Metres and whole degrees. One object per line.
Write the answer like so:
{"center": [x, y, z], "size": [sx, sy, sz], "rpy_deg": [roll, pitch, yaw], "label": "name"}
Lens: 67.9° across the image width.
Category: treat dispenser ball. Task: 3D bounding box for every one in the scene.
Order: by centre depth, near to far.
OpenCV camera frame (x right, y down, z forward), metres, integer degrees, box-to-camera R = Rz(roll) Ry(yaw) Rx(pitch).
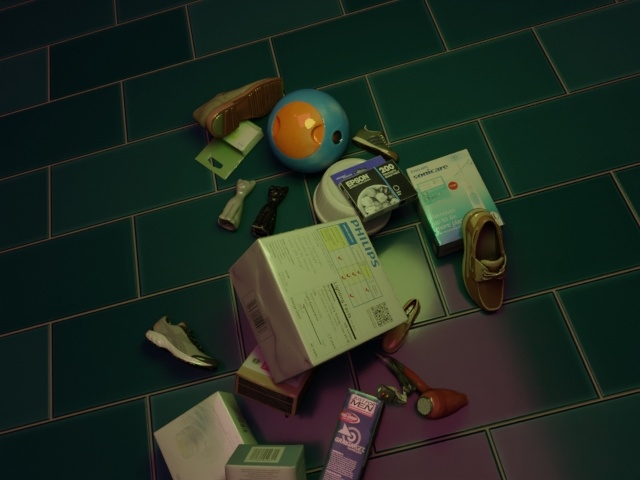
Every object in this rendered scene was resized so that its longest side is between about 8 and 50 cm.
{"center": [-0.041, -0.378, 1.651], "size": [0.288, 0.288, 0.288], "rpy_deg": [-3, 69, 8], "label": "treat dispenser ball"}

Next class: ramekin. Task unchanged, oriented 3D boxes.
{"center": [0.114, -0.153, 1.588], "size": [0.273, 0.127, 0.272], "rpy_deg": [3, 59, -5], "label": "ramekin"}

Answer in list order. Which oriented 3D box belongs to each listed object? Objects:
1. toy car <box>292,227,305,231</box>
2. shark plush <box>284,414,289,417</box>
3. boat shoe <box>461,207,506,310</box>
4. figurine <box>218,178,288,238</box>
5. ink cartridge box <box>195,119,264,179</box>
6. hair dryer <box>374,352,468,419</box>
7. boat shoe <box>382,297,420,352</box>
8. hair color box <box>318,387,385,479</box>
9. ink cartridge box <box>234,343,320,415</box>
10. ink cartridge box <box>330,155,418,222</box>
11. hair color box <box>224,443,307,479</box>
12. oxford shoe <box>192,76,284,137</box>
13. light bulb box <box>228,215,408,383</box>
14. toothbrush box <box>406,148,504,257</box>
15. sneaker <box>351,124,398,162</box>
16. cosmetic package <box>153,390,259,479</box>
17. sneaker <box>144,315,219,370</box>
{"center": [0.000, 0.000, 1.622], "size": [0.225, 0.053, 0.239], "rpy_deg": [11, 71, 12], "label": "toy car"}
{"center": [-0.105, 0.461, 1.420], "size": [0.073, 0.067, 0.161], "rpy_deg": [-3, 30, 15], "label": "shark plush"}
{"center": [0.491, 0.069, 1.415], "size": [0.123, 0.116, 0.324], "rpy_deg": [-15, 104, 1], "label": "boat shoe"}
{"center": [-0.240, -0.128, 1.701], "size": [0.215, 0.092, 0.209], "rpy_deg": [13, 64, 14], "label": "figurine"}
{"center": [-0.356, -0.371, 1.824], "size": [0.171, 0.056, 0.235], "rpy_deg": [35, 76, 19], "label": "ink cartridge box"}
{"center": [0.295, 0.414, 1.361], "size": [0.294, 0.223, 0.080], "rpy_deg": [26, 113, -3], "label": "hair dryer"}
{"center": [0.248, 0.258, 1.473], "size": [0.068, 0.072, 0.190], "rpy_deg": [26, 75, 17], "label": "boat shoe"}
{"center": [0.078, 0.598, 1.312], "size": [0.105, 0.174, 0.347], "rpy_deg": [16, 73, 15], "label": "hair color box"}
{"center": [-0.114, 0.377, 1.409], "size": [0.193, 0.088, 0.234], "rpy_deg": [17, 32, 13], "label": "ink cartridge box"}
{"center": [0.169, -0.179, 1.510], "size": [0.206, 0.045, 0.208], "rpy_deg": [-25, 64, -20], "label": "ink cartridge box"}
{"center": [-0.128, 0.736, 1.241], "size": [0.186, 0.113, 0.374], "rpy_deg": [-3, 94, 10], "label": "hair color box"}
{"center": [-0.302, -0.533, 1.791], "size": [0.147, 0.140, 0.397], "rpy_deg": [33, 52, 27], "label": "oxford shoe"}
{"center": [-0.007, 0.156, 1.354], "size": [0.361, 0.225, 0.357], "rpy_deg": [-15, 74, -38], "label": "light bulb box"}
{"center": [0.433, -0.122, 1.565], "size": [0.216, 0.126, 0.295], "rpy_deg": [-18, 66, 2], "label": "toothbrush box"}
{"center": [0.212, -0.358, 1.722], "size": [0.192, 0.064, 0.086], "rpy_deg": [30, 81, 21], "label": "sneaker"}
{"center": [-0.325, 0.603, 1.394], "size": [0.225, 0.138, 0.224], "rpy_deg": [-33, 68, -3], "label": "cosmetic package"}
{"center": [-0.440, 0.333, 1.539], "size": [0.272, 0.100, 0.108], "rpy_deg": [26, 70, 17], "label": "sneaker"}
